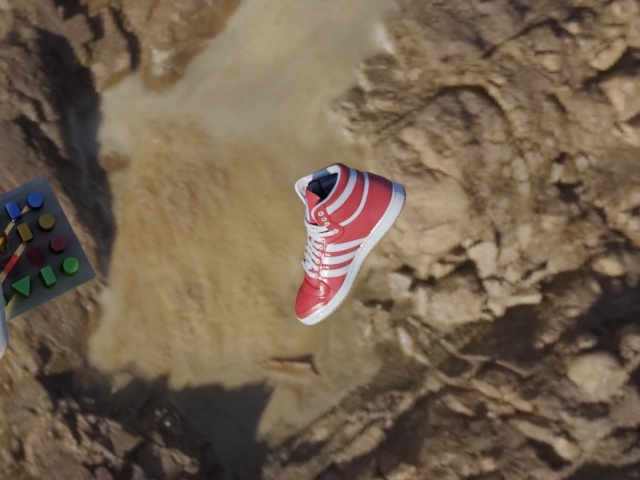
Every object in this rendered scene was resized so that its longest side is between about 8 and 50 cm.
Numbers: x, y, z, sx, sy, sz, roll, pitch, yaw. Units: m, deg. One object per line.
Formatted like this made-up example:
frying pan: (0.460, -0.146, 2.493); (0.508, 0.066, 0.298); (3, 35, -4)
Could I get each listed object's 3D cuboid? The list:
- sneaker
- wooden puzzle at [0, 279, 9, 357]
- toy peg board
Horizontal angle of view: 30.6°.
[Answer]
sneaker: (0.000, 0.000, 0.790); (0.067, 0.042, 0.118); (23, 108, -33)
wooden puzzle: (-0.360, 0.060, 1.209); (0.044, 0.239, 0.221); (-3, 66, -28)
toy peg board: (-0.410, 0.012, 1.586); (0.161, 0.079, 0.161); (-27, 92, -16)
